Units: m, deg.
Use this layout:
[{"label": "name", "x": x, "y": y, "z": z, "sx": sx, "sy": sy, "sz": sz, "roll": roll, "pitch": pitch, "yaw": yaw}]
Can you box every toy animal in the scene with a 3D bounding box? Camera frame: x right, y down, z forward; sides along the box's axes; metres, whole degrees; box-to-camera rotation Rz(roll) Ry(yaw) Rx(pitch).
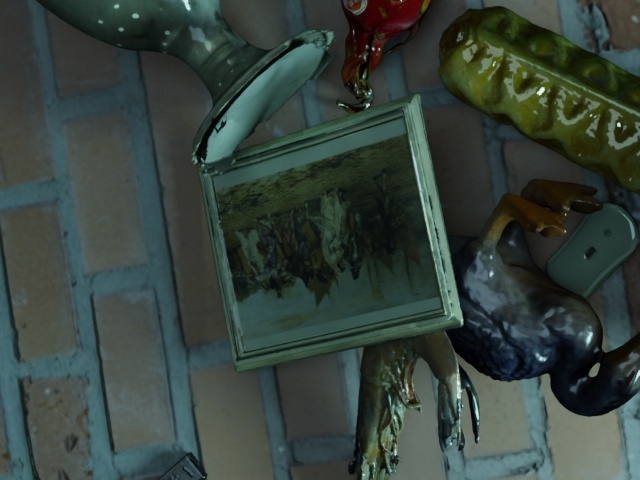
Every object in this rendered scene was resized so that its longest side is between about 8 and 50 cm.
[{"label": "toy animal", "x": 0.169, "y": 0.037, "z": 1.504, "sx": 0.298, "sy": 0.122, "sz": 0.185, "roll": 21, "pitch": 121, "yaw": 26}]

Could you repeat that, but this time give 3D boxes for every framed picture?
[{"label": "framed picture", "x": 0.000, "y": 0.000, "z": 1.540, "sx": 0.274, "sy": 0.017, "sz": 0.217, "roll": -17, "pitch": 83, "yaw": 37}]

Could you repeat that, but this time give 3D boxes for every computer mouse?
[{"label": "computer mouse", "x": 0.252, "y": 0.012, "z": 1.544, "sx": 0.056, "sy": 0.032, "sz": 0.110, "roll": 47, "pitch": 115, "yaw": 15}]

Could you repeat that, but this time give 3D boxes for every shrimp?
[{"label": "shrimp", "x": 0.084, "y": 0.165, "z": 1.532, "sx": 0.152, "sy": 0.046, "sz": 0.219, "roll": 35, "pitch": 121, "yaw": 46}]

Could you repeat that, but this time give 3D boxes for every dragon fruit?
[{"label": "dragon fruit", "x": 0.054, "y": -0.207, "z": 1.552, "sx": 0.094, "sy": 0.094, "sz": 0.190, "roll": 22, "pitch": 102, "yaw": 11}]

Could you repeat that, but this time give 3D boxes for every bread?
[{"label": "bread", "x": 0.228, "y": -0.128, "z": 1.517, "sx": 0.269, "sy": 0.087, "sz": 0.098, "roll": 29, "pitch": 100, "yaw": 11}]

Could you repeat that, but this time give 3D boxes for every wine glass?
[{"label": "wine glass", "x": -0.163, "y": -0.243, "z": 1.544, "sx": 0.190, "sy": 0.190, "sz": 0.357, "roll": -43, "pitch": 82, "yaw": 10}]

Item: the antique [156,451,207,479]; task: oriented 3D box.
[{"label": "antique", "x": -0.190, "y": 0.281, "z": 1.651, "sx": 0.192, "sy": 0.015, "sz": 0.031, "roll": -42, "pitch": 83, "yaw": 10}]
